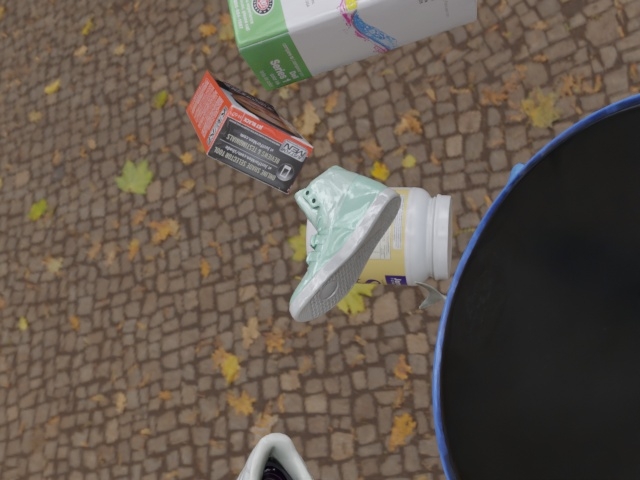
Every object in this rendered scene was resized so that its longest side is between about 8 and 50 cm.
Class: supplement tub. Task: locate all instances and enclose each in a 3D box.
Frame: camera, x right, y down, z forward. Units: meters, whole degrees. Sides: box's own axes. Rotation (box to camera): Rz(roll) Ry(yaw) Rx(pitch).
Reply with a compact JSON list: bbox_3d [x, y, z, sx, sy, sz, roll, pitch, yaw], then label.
[{"bbox_3d":[0.149,-0.011,1.806,0.331,0.241,0.241,2,73,13],"label":"supplement tub"}]

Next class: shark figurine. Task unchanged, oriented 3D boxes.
[{"bbox_3d":[0.318,0.206,1.653,0.166,0.116,0.278,-20,68,12],"label":"shark figurine"}]

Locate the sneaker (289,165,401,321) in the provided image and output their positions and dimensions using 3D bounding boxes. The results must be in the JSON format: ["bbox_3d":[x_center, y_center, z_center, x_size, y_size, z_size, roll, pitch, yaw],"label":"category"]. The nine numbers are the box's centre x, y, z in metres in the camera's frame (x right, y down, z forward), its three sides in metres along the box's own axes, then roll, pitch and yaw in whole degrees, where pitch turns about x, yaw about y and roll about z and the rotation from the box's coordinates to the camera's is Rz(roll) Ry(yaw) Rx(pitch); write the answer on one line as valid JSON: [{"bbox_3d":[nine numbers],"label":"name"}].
[{"bbox_3d":[0.000,0.000,1.189,0.151,0.094,0.256,32,82,29],"label":"sneaker"}]

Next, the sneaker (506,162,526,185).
[{"bbox_3d":[0.410,-0.066,1.586,0.069,0.082,0.209,177,98,-70],"label":"sneaker"}]

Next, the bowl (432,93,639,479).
[{"bbox_3d":[0.222,0.070,0.524,0.391,0.077,0.391,-42,37,43],"label":"bowl"}]

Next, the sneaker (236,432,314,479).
[{"bbox_3d":[-0.042,0.350,0.782,0.152,0.114,0.305,105,155,-43],"label":"sneaker"}]

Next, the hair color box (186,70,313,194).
[{"bbox_3d":[-0.061,-0.090,0.593,0.043,0.072,0.141,-59,26,13],"label":"hair color box"}]

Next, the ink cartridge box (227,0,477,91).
[{"bbox_3d":[0.029,-0.328,0.889,0.278,0.117,0.201,-16,70,10],"label":"ink cartridge box"}]
